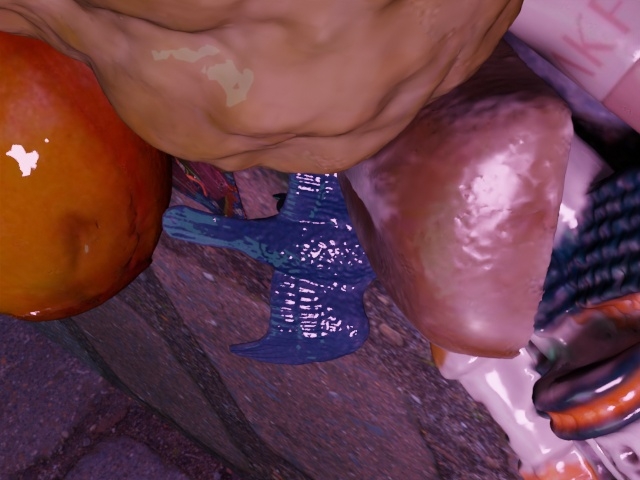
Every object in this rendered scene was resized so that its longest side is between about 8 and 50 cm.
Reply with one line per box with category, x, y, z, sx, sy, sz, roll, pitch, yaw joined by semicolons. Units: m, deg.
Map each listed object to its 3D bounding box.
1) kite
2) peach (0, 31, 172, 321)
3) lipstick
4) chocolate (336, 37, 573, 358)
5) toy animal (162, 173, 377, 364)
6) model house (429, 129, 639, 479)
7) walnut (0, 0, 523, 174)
kite;-0.148;-0.081;1.137;0.234;0.016;0.321;50;158;-19
peach;-0.302;-0.091;0.990;0.373;0.290;0.372;8;112;21
lipstick;0.183;-0.074;0.498;0.254;0.070;0.070;40;159;7
chocolate;0.047;-0.048;0.572;0.254;0.080;0.157;-108;19;-58
toy animal;0.000;0.000;0.865;0.176;0.255;0.239;-128;40;-70
model house;0.159;0.050;0.613;0.301;0.190;0.271;49;167;-2
walnut;-0.035;-0.176;0.407;0.282;0.253;0.277;28;160;-6
